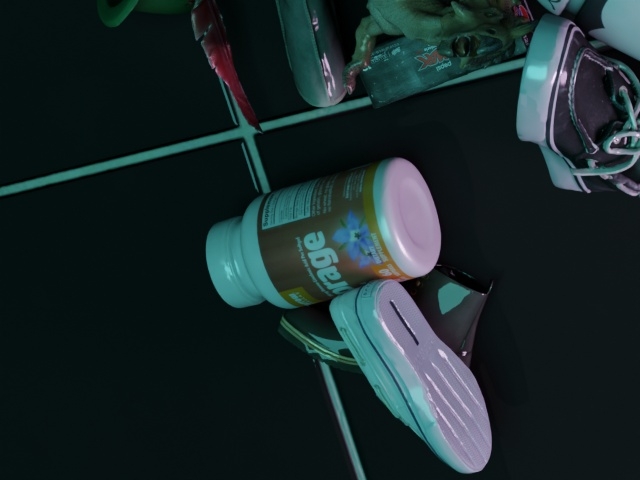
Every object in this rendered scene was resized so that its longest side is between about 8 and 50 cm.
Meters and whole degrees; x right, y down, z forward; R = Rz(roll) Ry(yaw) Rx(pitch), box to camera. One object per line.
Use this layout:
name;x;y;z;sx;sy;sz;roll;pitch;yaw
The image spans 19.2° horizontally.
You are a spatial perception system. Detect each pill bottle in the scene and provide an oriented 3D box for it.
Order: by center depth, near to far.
pill bottle;0.000;0.000;1.878;0.216;0.121;0.121;-16;102;27

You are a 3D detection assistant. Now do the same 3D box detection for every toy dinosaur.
toy dinosaur;0.104;-0.253;1.714;0.200;0.127;0.295;-7;61;18

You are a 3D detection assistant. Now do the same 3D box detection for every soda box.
soda box;0.120;-0.183;1.799;0.169;0.053;0.060;-19;101;27

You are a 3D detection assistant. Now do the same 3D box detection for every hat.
hat;-0.107;-0.259;1.871;0.183;0.173;0.208;17;120;-23

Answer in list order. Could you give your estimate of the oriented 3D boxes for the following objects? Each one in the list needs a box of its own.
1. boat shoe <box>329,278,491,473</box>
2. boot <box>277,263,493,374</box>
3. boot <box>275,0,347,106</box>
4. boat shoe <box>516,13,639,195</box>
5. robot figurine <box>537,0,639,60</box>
boat shoe;0.089;0.132;1.856;0.076;0.083;0.226;-11;114;44
boot;0.068;0.068;1.909;0.198;0.077;0.137;18;111;1
boot;-0.019;-0.258;1.806;0.076;0.189;0.208;-14;131;13
boat shoe;0.243;-0.105;1.652;0.105;0.306;0.113;13;73;19
robot figurine;0.307;-0.230;1.627;0.278;0.173;0.209;28;121;2
